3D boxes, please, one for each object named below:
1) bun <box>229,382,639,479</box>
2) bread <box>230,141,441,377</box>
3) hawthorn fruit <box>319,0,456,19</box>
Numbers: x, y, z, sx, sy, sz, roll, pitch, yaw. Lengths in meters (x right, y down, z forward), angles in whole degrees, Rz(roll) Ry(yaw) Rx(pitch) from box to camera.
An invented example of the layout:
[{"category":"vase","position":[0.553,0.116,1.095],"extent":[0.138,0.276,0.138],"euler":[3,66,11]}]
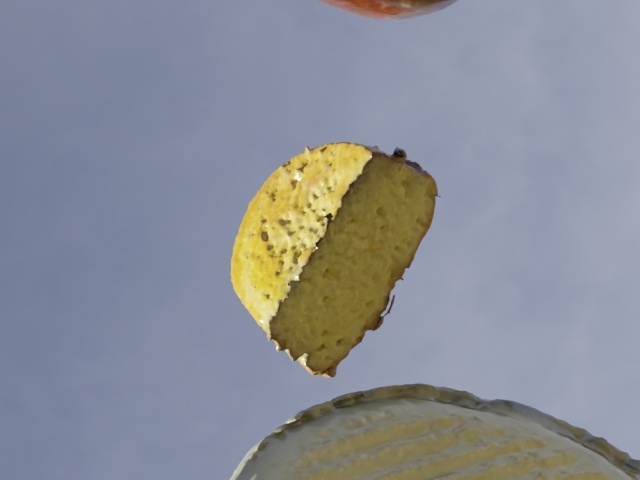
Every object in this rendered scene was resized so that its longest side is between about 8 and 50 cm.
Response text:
[{"category":"bun","position":[0.061,0.204,0.743],"extent":[0.287,0.287,0.146],"euler":[-18,-37,-37]},{"category":"bread","position":[0.000,0.000,1.510],"extent":[0.229,0.139,0.143],"euler":[-58,-39,-1]},{"category":"hawthorn fruit","position":[0.044,-0.309,1.274],"extent":[0.267,0.301,0.268],"euler":[0,-71,0]}]
